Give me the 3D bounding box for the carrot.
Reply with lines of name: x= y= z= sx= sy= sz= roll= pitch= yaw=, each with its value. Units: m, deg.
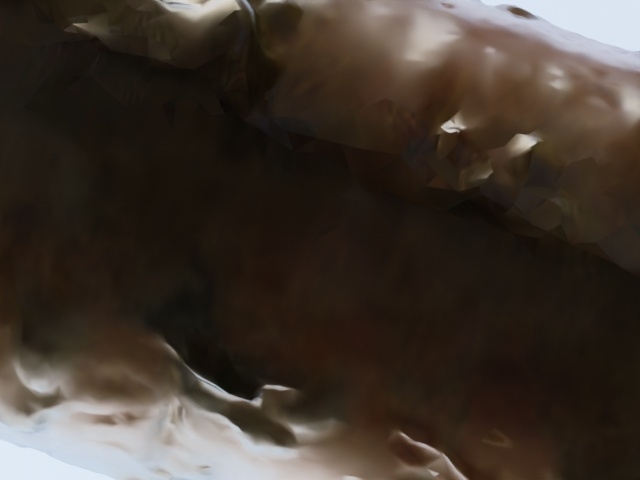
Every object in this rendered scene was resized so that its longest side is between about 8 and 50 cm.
carrot: x=0.000 y=0.000 z=0.374 sx=0.302 sy=0.139 sz=0.138 roll=20 pitch=-73 yaw=5
